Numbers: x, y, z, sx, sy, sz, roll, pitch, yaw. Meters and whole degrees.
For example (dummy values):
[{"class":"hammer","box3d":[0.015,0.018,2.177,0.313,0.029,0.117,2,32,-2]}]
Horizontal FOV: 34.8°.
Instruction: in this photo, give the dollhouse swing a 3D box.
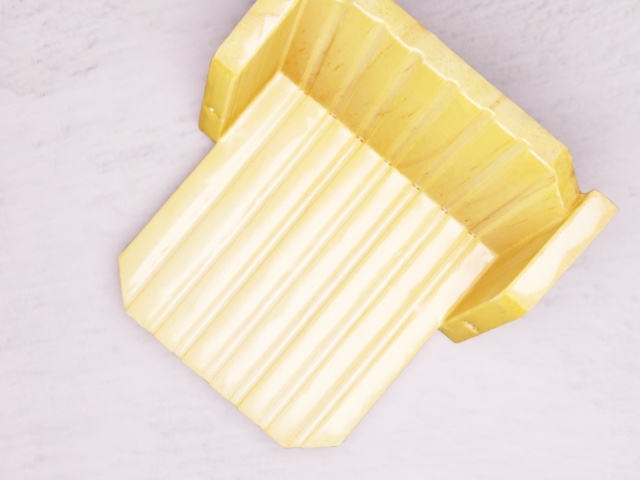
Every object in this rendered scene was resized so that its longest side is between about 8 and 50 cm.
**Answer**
[{"class":"dollhouse swing","box3d":[0.000,0.000,0.936,0.347,0.315,0.305,41,74,0]}]
